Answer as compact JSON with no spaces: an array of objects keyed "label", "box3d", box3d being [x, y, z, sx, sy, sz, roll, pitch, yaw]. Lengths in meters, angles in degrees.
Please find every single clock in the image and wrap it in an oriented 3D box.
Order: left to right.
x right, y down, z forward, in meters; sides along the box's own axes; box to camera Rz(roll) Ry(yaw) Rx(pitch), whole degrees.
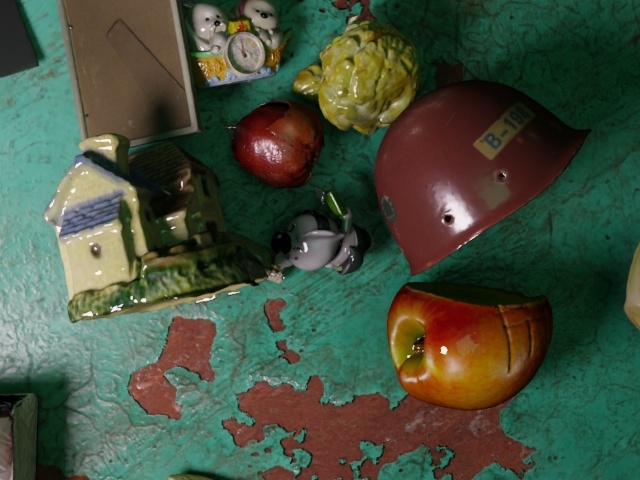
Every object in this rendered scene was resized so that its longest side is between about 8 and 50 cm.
[{"label":"clock","box3d":[-0.144,-0.333,1.416,0.231,0.103,0.144,-16,101,-33]}]

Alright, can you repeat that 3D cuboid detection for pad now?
[{"label":"pad","box3d":[-0.581,-0.374,1.393,0.170,0.006,0.246,-21,89,-12]}]

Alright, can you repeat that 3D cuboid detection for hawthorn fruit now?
[{"label":"hawthorn fruit","box3d":[-0.079,-0.168,1.426,0.172,0.148,0.148,20,88,8]}]

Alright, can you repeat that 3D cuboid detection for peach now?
[{"label":"peach","box3d":[0.256,0.167,1.441,0.274,0.249,0.245,-8,127,-21]}]

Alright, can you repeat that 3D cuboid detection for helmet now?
[{"label":"helmet","box3d":[0.228,-0.139,1.375,0.385,0.337,0.230,-41,90,-26]}]

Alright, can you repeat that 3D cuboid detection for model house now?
[{"label":"model house","box3d":[-0.246,-0.026,1.294,0.261,0.321,0.266,-17,85,12]}]

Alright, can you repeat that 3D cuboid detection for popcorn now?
[{"label":"popcorn","box3d":[0.060,-0.273,1.430,0.198,0.212,0.198,1,89,-53]}]

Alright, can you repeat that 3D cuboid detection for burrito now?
[{"label":"burrito","box3d":[-0.144,0.017,1.461,0.188,0.045,0.058,24,74,-6]}]

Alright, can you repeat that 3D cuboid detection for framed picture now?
[{"label":"framed picture","box3d":[-0.316,-0.312,1.379,0.240,0.020,0.324,-10,92,26]}]

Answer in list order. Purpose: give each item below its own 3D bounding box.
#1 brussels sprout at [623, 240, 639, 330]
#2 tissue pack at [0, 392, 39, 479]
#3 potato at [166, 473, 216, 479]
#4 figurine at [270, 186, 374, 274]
[{"label":"brussels sprout","box3d":[0.700,0.063,1.497,0.327,0.247,0.328,1,74,-2]},{"label":"tissue pack","box3d":[-0.639,0.337,1.312,0.369,0.198,0.210,0,93,-8]},{"label":"potato","box3d":[-0.214,0.475,1.457,0.120,0.081,0.149,28,105,22]},{"label":"figurine","box3d":[0.000,0.000,1.434,0.192,0.147,0.126,0,59,-41]}]
